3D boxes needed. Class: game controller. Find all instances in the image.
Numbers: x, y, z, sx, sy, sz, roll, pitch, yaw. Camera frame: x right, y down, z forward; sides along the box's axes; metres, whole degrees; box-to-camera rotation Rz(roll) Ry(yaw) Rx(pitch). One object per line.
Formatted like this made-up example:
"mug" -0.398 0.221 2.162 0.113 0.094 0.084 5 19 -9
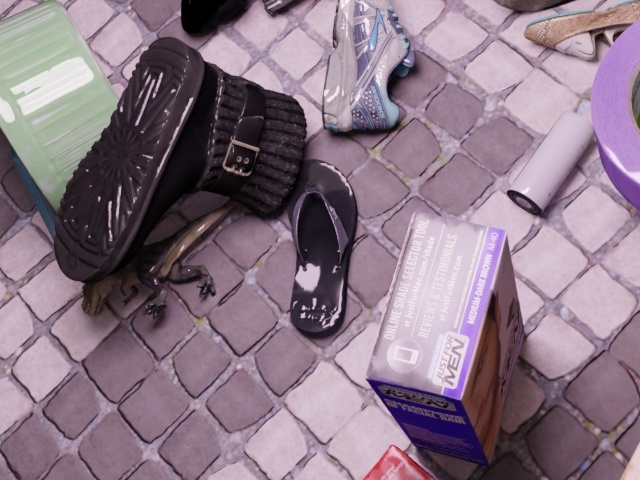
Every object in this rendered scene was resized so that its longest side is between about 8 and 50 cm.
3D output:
"game controller" -0.163 -0.474 1.652 0.166 0.067 0.319 -24 57 40

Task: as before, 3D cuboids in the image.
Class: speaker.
"speaker" 0.305 -0.103 1.411 0.055 0.055 0.136 32 80 24

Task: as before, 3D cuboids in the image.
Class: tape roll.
"tape roll" 0.463 -0.152 1.268 0.275 0.090 0.274 -8 65 18

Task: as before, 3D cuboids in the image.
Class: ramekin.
"ramekin" -0.361 -0.184 1.496 0.148 0.303 0.303 -30 64 -6

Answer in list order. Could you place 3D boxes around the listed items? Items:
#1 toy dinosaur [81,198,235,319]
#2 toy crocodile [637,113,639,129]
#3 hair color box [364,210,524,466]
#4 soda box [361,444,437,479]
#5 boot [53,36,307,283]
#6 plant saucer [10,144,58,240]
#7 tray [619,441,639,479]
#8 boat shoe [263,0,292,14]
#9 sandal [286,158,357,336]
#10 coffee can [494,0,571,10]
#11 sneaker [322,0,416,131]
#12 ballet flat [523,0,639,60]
"toy dinosaur" -0.214 0.041 1.491 0.268 0.064 0.118 -31 57 -3
"toy crocodile" 0.528 -0.105 1.335 0.341 0.105 0.115 8 71 23
"hair color box" 0.151 0.123 1.200 0.110 0.339 0.185 11 71 20
"soda box" 0.040 0.374 1.269 0.092 0.083 0.263 39 81 24
"boot" -0.173 -0.074 1.428 0.131 0.260 0.348 32 94 39
"plant saucer" -0.419 -0.077 1.594 0.018 0.067 0.192 -20 61 -24
"tray" 0.407 0.200 1.175 0.076 0.203 0.411 28 77 22
"boat shoe" 0.017 -0.407 1.615 0.233 0.084 0.079 -18 100 0
"sandal" 0.001 0.000 1.450 0.097 0.054 0.254 -8 66 12
"coffee can" 0.288 -0.491 1.494 0.201 0.201 0.275 -17 65 8
"sneaker" 0.076 -0.284 1.532 0.122 0.110 0.283 8 80 0
"ballet flat" 0.383 -0.283 1.460 0.206 0.073 0.067 -11 80 14
